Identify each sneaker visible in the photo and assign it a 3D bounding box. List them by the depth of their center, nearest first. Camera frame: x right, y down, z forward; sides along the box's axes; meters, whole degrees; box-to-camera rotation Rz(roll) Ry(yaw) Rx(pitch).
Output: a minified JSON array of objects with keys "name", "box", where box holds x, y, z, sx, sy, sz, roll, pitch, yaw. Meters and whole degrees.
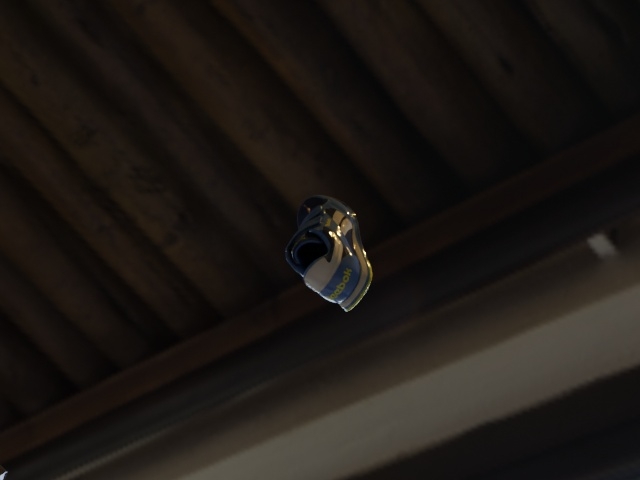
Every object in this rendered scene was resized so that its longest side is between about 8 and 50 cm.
[{"name":"sneaker","box":[0.000,0.000,1.215,0.059,0.144,0.053,22,-67,-27]}]

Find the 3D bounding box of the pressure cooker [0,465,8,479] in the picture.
[{"name":"pressure cooker","box":[-0.288,0.338,0.900,0.420,0.370,0.375,43,-22,4]}]
